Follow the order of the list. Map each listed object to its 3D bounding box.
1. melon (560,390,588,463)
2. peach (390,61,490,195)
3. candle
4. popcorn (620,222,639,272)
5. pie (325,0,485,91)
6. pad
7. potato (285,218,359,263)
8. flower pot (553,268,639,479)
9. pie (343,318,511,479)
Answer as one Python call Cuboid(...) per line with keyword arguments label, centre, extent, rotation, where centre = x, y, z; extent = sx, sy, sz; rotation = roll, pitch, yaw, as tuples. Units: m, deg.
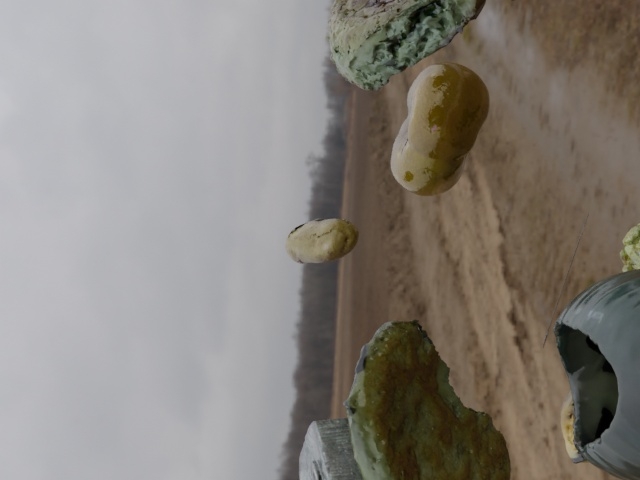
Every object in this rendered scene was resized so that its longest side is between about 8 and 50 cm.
Cuboid(label="melon", centre=(0.549, 0.382, 1.648), extent=(0.079, 0.128, 0.160), rotation=(88, -173, -50))
Cuboid(label="peach", centre=(0.211, -0.196, 1.486), extent=(0.251, 0.153, 0.251), rotation=(19, -90, -81))
Cuboid(label="candle", centre=(0.020, 0.360, 1.283), extent=(0.192, 0.068, 0.168), rotation=(-167, 75, -71))
Cuboid(label="popcorn", centre=(0.754, 0.025, 1.866), extent=(0.141, 0.162, 0.135), rotation=(18, -139, -61))
Cuboid(label="pie", centre=(0.121, -0.350, 1.093), extent=(0.355, 0.103, 0.288), rotation=(-27, 42, 43))
Cuboid(label="pad", centre=(0.485, 0.084, 1.632), extent=(0.181, 0.004, 0.267), rotation=(35, -106, -72))
Cuboid(label="potato", centre=(0.000, 0.000, 1.570), extent=(0.171, 0.107, 0.080), rotation=(2, 125, 54))
Cuboid(label="flower pot", centre=(0.296, 0.120, 0.729), extent=(0.243, 0.157, 0.189), rotation=(42, -138, -77))
Cuboid(label="pie", centre=(0.167, 0.311, 1.268), extent=(0.371, 0.078, 0.296), rotation=(57, -137, -13))
